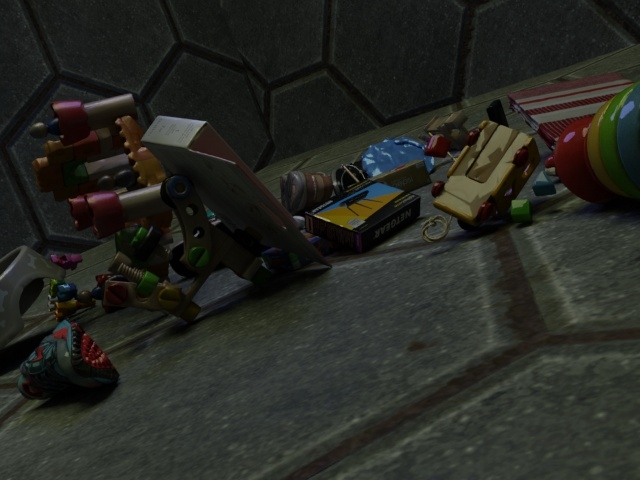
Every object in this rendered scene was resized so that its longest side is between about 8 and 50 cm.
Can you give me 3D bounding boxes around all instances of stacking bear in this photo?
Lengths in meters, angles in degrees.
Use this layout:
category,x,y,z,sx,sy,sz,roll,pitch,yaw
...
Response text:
category,x,y,z,sx,sy,sz,roll,pitch,yaw
stacking bear,0.403,-0.114,0.973,0.175,0.164,0.289,-24,6,-18

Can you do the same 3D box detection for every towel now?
category,x,y,z,sx,sy,sz,roll,pitch,yaw
towel,0.503,-0.236,1.446,0.236,0.037,0.329,-11,26,2

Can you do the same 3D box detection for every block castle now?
category,x,y,z,sx,sy,sz,roll,pitch,yaw
block castle,-0.451,-0.068,1.621,0.212,0.303,0.453,-18,-20,-20

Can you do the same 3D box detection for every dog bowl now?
category,x,y,z,sx,sy,sz,roll,pitch,yaw
dog bowl,-0.697,0.149,1.634,0.348,0.102,0.349,-34,21,15

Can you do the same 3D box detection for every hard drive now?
category,x,y,z,sx,sy,sz,roll,pitch,yaw
hard drive,0.464,-0.313,2.042,0.022,0.094,0.135,-16,11,23

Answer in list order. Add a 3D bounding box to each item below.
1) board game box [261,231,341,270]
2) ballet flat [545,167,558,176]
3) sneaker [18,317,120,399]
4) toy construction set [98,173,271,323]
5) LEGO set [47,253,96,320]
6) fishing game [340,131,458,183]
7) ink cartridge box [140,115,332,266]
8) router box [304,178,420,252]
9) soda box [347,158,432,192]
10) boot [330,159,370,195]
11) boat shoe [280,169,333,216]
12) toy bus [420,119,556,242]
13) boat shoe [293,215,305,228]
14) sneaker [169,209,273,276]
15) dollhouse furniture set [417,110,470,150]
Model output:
category,x,y,z,sx,sy,sz,roll,pitch,yaw
board game box,0.000,0.000,1.509,0.201,0.035,0.136,-25,11,-22
ballet flat,0.450,-0.140,1.279,0.173,0.049,0.057,-15,11,31
sneaker,-0.380,0.196,1.156,0.125,0.104,0.262,-43,13,-18
toy construction set,-0.231,0.062,1.353,0.309,0.237,0.258,-37,27,53
LEGO set,-0.587,0.122,1.863,0.093,0.087,0.227,-14,-28,-29
fishing game,0.192,-0.193,1.961,0.264,0.041,0.189,-24,46,-17
ink cartridge box,-0.127,-0.083,1.329,0.261,0.296,0.066,16,67,43
router box,0.078,-0.049,1.429,0.133,0.046,0.179,21,38,36
soda box,0.157,-0.128,1.799,0.181,0.058,0.061,-21,10,-5
boot,0.129,-0.170,2.014,0.178,0.085,0.236,-15,13,17
boat shoe,-0.037,-0.117,2.023,0.116,0.123,0.324,-4,3,-10
toy bus,0.253,-0.080,1.208,0.202,0.191,0.104,-17,-33,18
boat shoe,-0.075,-0.031,1.852,0.100,0.035,0.035,-9,43,37
sneaker,-0.188,-0.020,1.783,0.295,0.124,0.178,-18,20,24
dollhouse furniture set,0.327,-0.254,2.125,0.161,0.101,0.182,-47,14,-4
